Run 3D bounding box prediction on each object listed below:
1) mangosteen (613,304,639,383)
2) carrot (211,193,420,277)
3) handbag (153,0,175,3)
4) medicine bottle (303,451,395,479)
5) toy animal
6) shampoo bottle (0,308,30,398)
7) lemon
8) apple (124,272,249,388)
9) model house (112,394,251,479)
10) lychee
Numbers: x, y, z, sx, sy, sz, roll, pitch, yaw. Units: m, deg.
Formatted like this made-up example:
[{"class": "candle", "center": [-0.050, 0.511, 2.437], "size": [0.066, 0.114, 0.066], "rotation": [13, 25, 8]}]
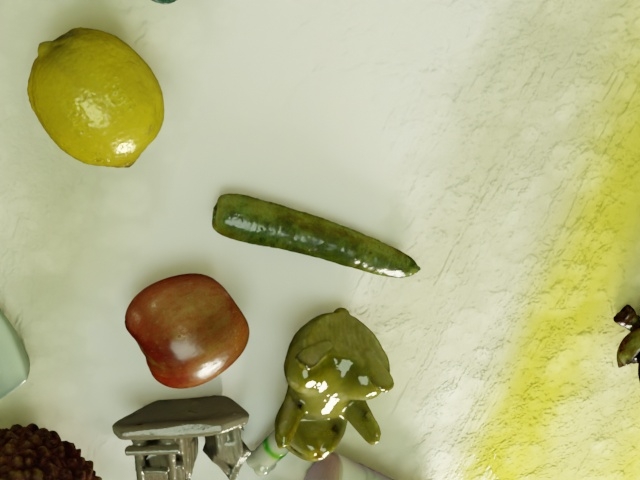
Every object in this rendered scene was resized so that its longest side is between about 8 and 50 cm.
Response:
[{"class": "mangosteen", "center": [0.626, 0.191, 1.710], "size": [0.265, 0.228, 0.228], "rotation": [29, 118, 23]}, {"class": "carrot", "center": [0.000, 0.000, 1.588], "size": [0.358, 0.074, 0.074], "rotation": [16, 115, -17]}, {"class": "handbag", "center": [-0.235, -0.467, 1.284], "size": [0.274, 0.100, 0.269], "rotation": [29, 112, -21]}, {"class": "medicine bottle", "center": [0.096, 0.502, 1.825], "size": [0.254, 0.152, 0.152], "rotation": [31, 111, -22]}, {"class": "toy animal", "center": [-0.003, 0.297, 1.686], "size": [0.181, 0.180, 0.363], "rotation": [7, 119, -16]}, {"class": "shampoo bottle", "center": [-0.593, 0.099, 1.559], "size": [0.134, 0.078, 0.359], "rotation": [-30, 118, 5]}, {"class": "lemon", "center": [-0.309, -0.197, 1.383], "size": [0.180, 0.180, 0.193], "rotation": [-43, 92, 16]}, {"class": "apple", "center": [-0.213, 0.140, 1.580], "size": [0.168, 0.181, 0.181], "rotation": [-35, 119, -13]}, {"class": "model house", "center": [-0.235, 0.359, 1.721], "size": [0.229, 0.122, 0.188], "rotation": [-4, 119, -7]}, {"class": "lychee", "center": [-0.506, 0.472, 1.642], "size": [0.306, 0.330, 0.306], "rotation": [-12, 160, -5]}]
